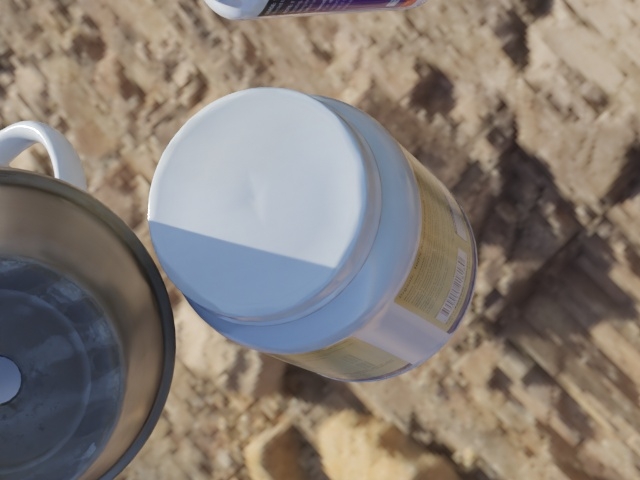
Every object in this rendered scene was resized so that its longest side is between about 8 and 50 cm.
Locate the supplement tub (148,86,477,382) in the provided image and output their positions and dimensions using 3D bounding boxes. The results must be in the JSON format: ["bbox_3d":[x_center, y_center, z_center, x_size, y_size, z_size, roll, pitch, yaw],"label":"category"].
[{"bbox_3d":[0.000,0.000,1.281,0.228,0.228,0.316,41,-177,23],"label":"supplement tub"}]

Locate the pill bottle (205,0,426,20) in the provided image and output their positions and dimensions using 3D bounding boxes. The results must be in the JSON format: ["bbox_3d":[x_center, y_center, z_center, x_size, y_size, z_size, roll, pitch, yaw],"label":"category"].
[{"bbox_3d":[-0.024,-0.342,1.594,0.181,0.323,0.181,25,119,57],"label":"pill bottle"}]

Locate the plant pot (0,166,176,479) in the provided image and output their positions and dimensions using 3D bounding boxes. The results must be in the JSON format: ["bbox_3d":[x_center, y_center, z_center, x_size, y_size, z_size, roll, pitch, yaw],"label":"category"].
[{"bbox_3d":[-0.268,0.096,1.160,0.323,0.323,0.280,51,172,-9],"label":"plant pot"}]

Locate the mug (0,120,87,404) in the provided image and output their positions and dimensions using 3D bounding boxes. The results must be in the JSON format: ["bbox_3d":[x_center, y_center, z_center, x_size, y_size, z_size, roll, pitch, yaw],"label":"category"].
[{"bbox_3d":[-0.421,0.013,1.730,0.276,0.374,0.328,24,-145,-45],"label":"mug"}]
